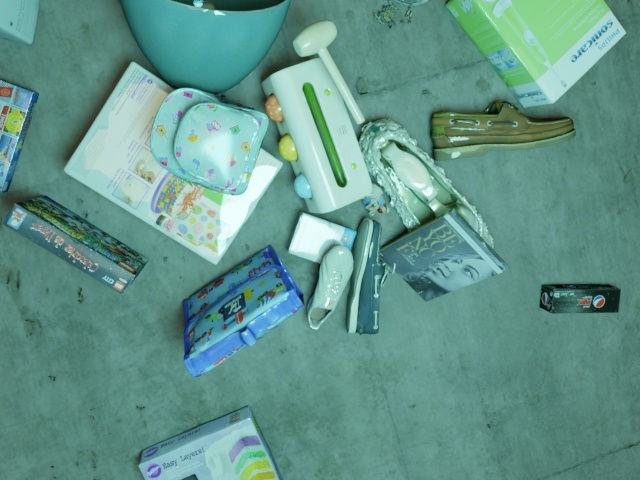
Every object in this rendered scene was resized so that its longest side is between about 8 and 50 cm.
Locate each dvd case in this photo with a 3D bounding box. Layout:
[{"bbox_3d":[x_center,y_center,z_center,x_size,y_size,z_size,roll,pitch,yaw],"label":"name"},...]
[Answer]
[{"bbox_3d":[0.243,0.038,1.135,0.164,0.221,0.018,44,48,-12],"label":"dvd case"}]

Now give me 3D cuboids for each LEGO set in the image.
[{"bbox_3d":[0.146,-0.456,1.125,0.083,0.023,0.054,11,99,-23],"label":"LEGO set"}]

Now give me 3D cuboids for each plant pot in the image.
[{"bbox_3d":[-0.209,-0.378,0.976,0.290,0.290,0.196,9,134,-10],"label":"plant pot"}]

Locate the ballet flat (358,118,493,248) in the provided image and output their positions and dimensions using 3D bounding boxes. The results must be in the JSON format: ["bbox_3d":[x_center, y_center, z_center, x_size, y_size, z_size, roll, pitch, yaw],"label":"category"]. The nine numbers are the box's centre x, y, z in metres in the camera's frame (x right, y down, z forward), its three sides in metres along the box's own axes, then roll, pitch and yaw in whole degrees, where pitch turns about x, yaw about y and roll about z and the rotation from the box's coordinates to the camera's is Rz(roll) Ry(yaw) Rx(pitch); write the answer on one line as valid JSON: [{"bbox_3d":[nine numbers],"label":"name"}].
[{"bbox_3d":[0.223,-0.075,1.138,0.147,0.147,0.409,-45,103,0],"label":"ballet flat"}]

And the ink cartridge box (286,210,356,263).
[{"bbox_3d":[0.000,0.000,1.155,0.122,0.052,0.089,19,95,-13],"label":"ink cartridge box"}]

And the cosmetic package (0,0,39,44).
[{"bbox_3d":[-0.552,-0.412,0.915,0.085,0.231,0.118,10,98,-10],"label":"cosmetic package"}]

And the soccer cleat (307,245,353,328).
[{"bbox_3d":[0.020,0.098,1.125,0.068,0.076,0.196,15,125,-9],"label":"soccer cleat"}]

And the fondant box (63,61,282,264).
[{"bbox_3d":[-0.275,-0.144,1.069,0.330,0.096,0.238,33,92,-11],"label":"fondant box"}]

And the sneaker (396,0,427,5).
[{"bbox_3d":[0.116,-0.550,1.078,0.232,0.090,0.115,14,90,-20],"label":"sneaker"}]

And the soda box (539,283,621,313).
[{"bbox_3d":[0.593,0.133,1.265,0.168,0.053,0.060,1,99,-8],"label":"soda box"}]

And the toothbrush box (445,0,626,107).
[{"bbox_3d":[0.430,-0.446,1.115,0.206,0.122,0.283,-44,102,0],"label":"toothbrush box"}]

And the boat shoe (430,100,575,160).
[{"bbox_3d":[0.381,-0.238,1.146,0.307,0.111,0.105,-10,101,-7],"label":"boat shoe"}]

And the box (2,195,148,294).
[{"bbox_3d":[-0.445,0.004,1.033,0.233,0.159,0.044,34,92,-12],"label":"box"}]

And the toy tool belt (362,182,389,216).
[{"bbox_3d":[0.106,-0.079,1.157,0.051,0.052,0.083,-38,130,-11],"label":"toy tool belt"}]

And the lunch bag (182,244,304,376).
[{"bbox_3d":[-0.140,0.144,1.032,0.220,0.293,0.138,-33,102,-3],"label":"lunch bag"}]

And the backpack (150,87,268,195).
[{"bbox_3d":[-0.198,-0.174,0.958,0.188,0.144,0.166,19,99,-9],"label":"backpack"}]

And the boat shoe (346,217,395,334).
[{"bbox_3d":[0.106,0.080,1.162,0.079,0.095,0.255,5,99,-8],"label":"boat shoe"}]

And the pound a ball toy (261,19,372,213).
[{"bbox_3d":[-0.014,-0.214,1.032,0.135,0.208,0.319,-24,103,-16],"label":"pound a ball toy"}]

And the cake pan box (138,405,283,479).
[{"bbox_3d":[-0.227,0.520,1.195,0.266,0.070,0.246,-21,99,-4],"label":"cake pan box"}]

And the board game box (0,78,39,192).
[{"bbox_3d":[-0.630,-0.207,1.035,0.136,0.035,0.201,20,95,-11],"label":"board game box"}]
